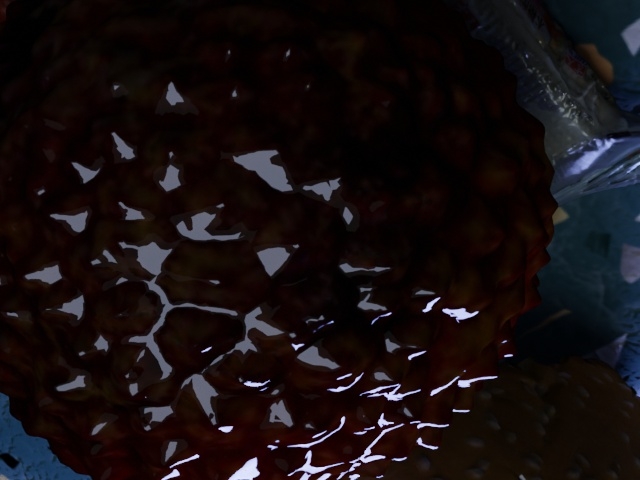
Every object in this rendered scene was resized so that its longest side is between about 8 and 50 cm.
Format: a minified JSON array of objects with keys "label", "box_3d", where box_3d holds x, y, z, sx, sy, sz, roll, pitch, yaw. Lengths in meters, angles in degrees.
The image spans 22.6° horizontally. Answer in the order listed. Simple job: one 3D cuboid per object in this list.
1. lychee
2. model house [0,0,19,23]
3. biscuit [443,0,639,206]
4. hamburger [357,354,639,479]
[{"label":"lychee","box_3d":[-0.083,-0.020,1.141,0.500,0.424,0.424,3,127,16]},{"label":"model house","box_3d":[-0.279,-0.209,1.280,0.254,0.196,0.160,-28,112,32]},{"label":"biscuit","box_3d":[0.130,-0.140,1.278,0.186,0.079,0.309,-28,113,35]},{"label":"hamburger","box_3d":[0.148,0.271,1.352,0.287,0.445,0.268,56,129,27]}]
